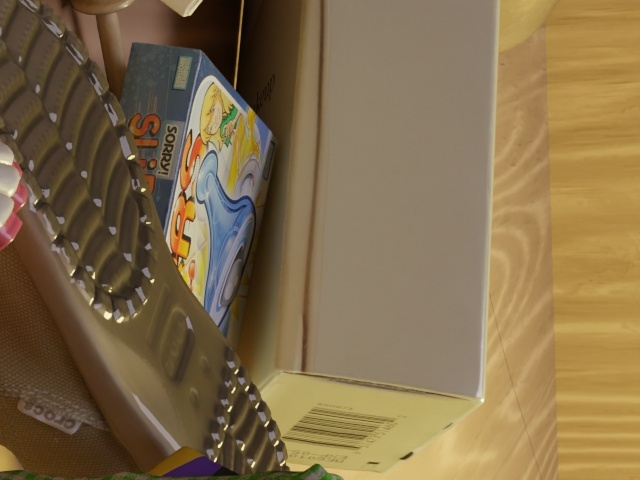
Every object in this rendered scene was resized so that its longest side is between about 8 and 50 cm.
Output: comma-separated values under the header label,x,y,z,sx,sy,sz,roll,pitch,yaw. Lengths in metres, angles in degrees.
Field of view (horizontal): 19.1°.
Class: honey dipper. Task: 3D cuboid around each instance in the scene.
label,x,y,z,sx,sy,sz,roll,pitch,yaw
honey dipper,-0.091,-0.069,0.858,0.030,0.030,0.160,-72,161,-54

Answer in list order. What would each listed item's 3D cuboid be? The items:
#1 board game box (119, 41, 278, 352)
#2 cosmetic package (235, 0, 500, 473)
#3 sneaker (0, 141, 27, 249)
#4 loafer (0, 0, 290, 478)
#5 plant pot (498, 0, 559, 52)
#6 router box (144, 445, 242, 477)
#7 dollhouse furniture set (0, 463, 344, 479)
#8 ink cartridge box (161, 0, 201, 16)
label,x,y,z,sx,sy,sz,roll,pitch,yaw
board game box,-0.069,0.027,0.864,0.136,0.035,0.201,44,55,-71
cosmetic package,0.018,-0.047,1.019,0.160,0.113,0.309,129,-33,-63
sneaker,-0.152,0.008,0.410,0.112,0.121,0.299,54,15,-14
loafer,-0.101,0.024,0.680,0.102,0.092,0.268,-72,141,-59
plant pot,0.111,-0.259,1.348,0.229,0.263,0.263,102,0,-47
router box,0.013,0.255,0.644,0.081,0.243,0.309,-31,136,-50
dollhouse furniture set,-0.062,0.203,0.579,0.151,0.197,0.301,-14,103,-75
ink cartridge box,-0.057,-0.172,0.797,0.090,0.092,0.143,-48,-166,32
